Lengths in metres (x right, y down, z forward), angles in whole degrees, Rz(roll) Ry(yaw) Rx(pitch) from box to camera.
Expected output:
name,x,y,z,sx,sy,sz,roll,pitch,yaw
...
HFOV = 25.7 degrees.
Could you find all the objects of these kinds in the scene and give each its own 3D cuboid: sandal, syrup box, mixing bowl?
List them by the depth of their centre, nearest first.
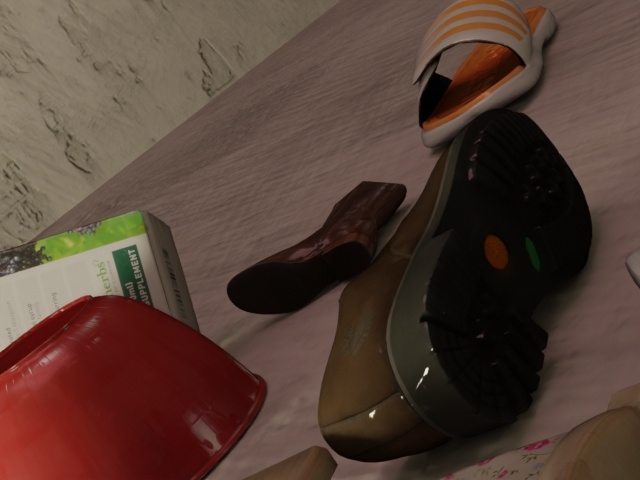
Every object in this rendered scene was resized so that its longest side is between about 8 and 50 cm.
name,x,y,z,sx,sy,sz,roll,pitch,yaw
mixing bowl,-0.130,0.093,0.765,0.181,0.098,0.181,-34,11,7
syrup box,-0.203,0.062,0.895,0.237,0.093,0.096,-17,-7,2
sandal,0.116,-0.149,1.082,0.102,0.076,0.265,-31,12,25

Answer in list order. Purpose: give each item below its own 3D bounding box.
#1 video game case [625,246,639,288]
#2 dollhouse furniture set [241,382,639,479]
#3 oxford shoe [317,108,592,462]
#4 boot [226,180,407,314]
name,x,y,z,sx,sy,sz,roll,pitch,yaw
video game case,0.206,-0.019,0.413,0.206,0.026,0.227,-35,10,6
dollhouse furniture set,-0.001,0.062,0.311,0.303,0.173,0.355,-29,13,28
oxford shoe,0.053,0.012,0.602,0.096,0.083,0.227,-33,9,35
boot,0.000,0.000,0.913,0.106,0.037,0.114,-17,21,21
